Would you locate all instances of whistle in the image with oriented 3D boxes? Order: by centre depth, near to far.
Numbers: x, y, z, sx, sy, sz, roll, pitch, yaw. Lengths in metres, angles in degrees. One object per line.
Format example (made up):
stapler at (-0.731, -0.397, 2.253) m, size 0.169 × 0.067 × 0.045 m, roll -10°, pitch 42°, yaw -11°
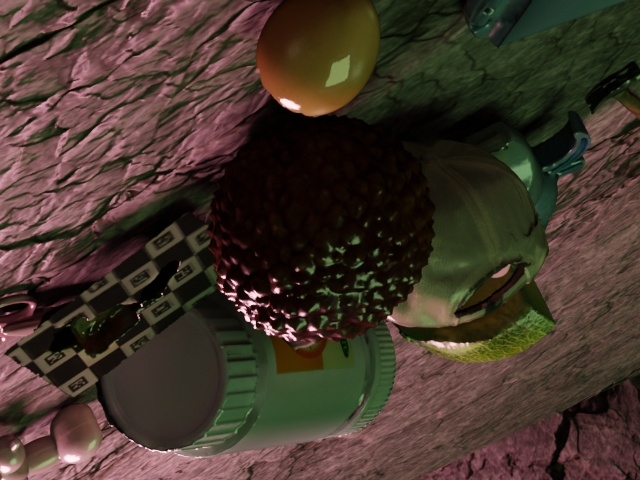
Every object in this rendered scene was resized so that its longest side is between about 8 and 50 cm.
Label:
whistle at (0.174, -0.054, 1.797) m, size 0.180 × 0.093 × 0.269 m, roll -21°, pitch 159°, yaw 4°

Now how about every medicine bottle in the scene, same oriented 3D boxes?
medicine bottle at (-0.065, 0.121, 1.787) m, size 0.158 × 0.158 × 0.318 m, roll -35°, pitch 164°, yaw 23°

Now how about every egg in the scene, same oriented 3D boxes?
egg at (0.000, -0.131, 1.253) m, size 0.080 × 0.080 × 0.096 m, roll -14°, pitch 141°, yaw -42°

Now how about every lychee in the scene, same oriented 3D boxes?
lychee at (0.000, 0.000, 1.448) m, size 0.188 × 0.188 × 0.188 m, roll -26°, pitch 164°, yaw -8°

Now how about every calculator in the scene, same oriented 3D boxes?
calculator at (0.204, -0.207, 1.432) m, size 0.210 × 0.039 × 0.121 m, roll -22°, pitch 165°, yaw -25°

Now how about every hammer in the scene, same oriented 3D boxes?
hammer at (0.305, -0.137, 1.869) m, size 0.062 × 0.017 × 0.182 m, roll -32°, pitch 165°, yaw 13°

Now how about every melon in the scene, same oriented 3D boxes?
melon at (0.134, 0.059, 1.879) m, size 0.209 × 0.118 × 0.064 m, roll -3°, pitch 166°, yaw 36°

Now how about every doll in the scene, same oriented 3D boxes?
doll at (-0.293, 0.218, 1.889) m, size 0.160 × 0.059 × 0.161 m, roll -30°, pitch 164°, yaw 11°

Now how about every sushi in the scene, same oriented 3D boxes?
sushi at (-0.164, 0.044, 1.578) m, size 0.201 × 0.031 × 0.139 m, roll -37°, pitch 152°, yaw 2°

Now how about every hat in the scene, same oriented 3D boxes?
hat at (0.069, -0.006, 1.660) m, size 0.232 × 0.161 × 0.275 m, roll -14°, pitch -177°, yaw -27°

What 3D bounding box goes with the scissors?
scissors at (-0.230, 0.068, 1.589) m, size 0.176 × 0.022 × 0.085 m, roll -3°, pitch 144°, yaw -51°
